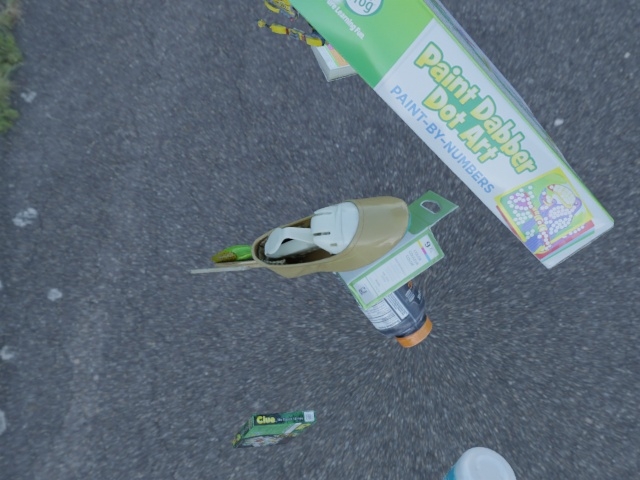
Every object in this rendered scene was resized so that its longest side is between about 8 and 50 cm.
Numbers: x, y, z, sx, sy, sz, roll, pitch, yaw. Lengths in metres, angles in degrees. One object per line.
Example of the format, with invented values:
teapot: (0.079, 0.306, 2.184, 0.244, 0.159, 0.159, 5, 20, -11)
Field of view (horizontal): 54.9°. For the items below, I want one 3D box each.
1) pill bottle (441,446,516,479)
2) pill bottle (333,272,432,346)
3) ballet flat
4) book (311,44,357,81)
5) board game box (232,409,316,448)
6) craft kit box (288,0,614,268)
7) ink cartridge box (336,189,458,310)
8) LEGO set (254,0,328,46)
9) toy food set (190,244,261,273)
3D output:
pill bottle: (0.359, 0.637, 1.516, 0.146, 0.146, 0.264, 30, 129, 11)
pill bottle: (0.148, 0.123, 1.381, 0.130, 0.130, 0.246, -38, 103, 2)
ballet flat: (0.000, 0.000, 0.708, 0.232, 0.073, 0.080, -23, 58, 47)
book: (0.064, -0.394, 1.286, 0.144, 0.035, 0.096, -18, 66, -16)
board game box: (-0.108, 0.421, 1.365, 0.136, 0.260, 0.030, 4, 62, -17)
craft kit box: (0.081, -0.133, 0.443, 0.250, 0.247, 0.061, 41, 112, -19)
ink cartridge box: (0.126, 0.014, 0.988, 0.209, 0.109, 0.062, -35, 112, -1)
LEGO set: (-0.091, -0.387, 0.856, 0.331, 0.255, 0.192, 38, 68, -2)
toy food set: (-0.109, 0.024, 1.000, 0.132, 0.192, 0.039, -5, 90, 32)
